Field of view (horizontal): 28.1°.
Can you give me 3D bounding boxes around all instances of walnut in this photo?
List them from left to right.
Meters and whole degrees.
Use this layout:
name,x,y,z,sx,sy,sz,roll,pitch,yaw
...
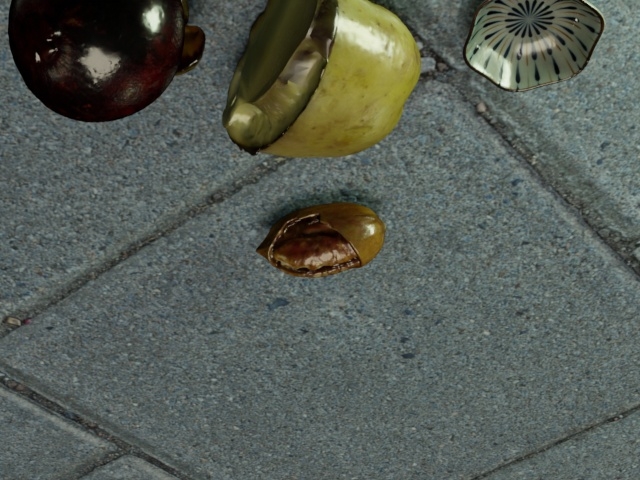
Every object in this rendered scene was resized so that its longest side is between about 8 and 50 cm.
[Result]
name,x,y,z,sx,sy,sz,roll,pitch,yaw
walnut,0.000,0.000,1.978,0.207,0.116,0.116,-7,139,8

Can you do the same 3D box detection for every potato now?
name,x,y,z,sx,sy,sz,roll,pitch,yaw
potato,0.019,-0.215,1.676,0.242,0.242,0.285,16,129,-21

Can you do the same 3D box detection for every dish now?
name,x,y,z,sx,sy,sz,roll,pitch,yaw
dish,0.280,-0.289,1.715,0.190,0.066,0.191,-1,139,-1

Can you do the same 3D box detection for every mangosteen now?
name,x,y,z,sx,sy,sz,roll,pitch,yaw
mangosteen,-0.261,-0.263,1.608,0.228,0.228,0.265,-40,168,34
